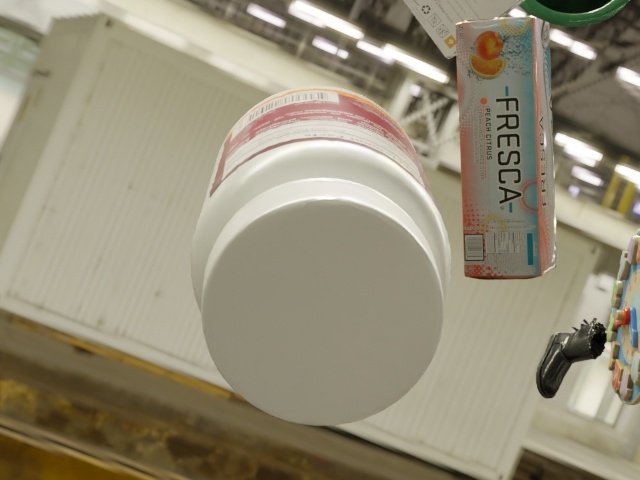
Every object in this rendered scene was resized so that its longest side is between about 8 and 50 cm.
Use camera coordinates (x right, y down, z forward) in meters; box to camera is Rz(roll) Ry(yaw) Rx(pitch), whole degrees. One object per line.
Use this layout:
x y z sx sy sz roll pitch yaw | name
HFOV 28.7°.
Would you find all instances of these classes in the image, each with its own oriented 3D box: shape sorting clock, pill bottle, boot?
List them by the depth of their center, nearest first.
0.000 0.000 1.137 0.224 0.224 0.392 23 16 -7 | pill bottle
0.362 0.087 1.443 0.040 0.206 0.206 2 -1 0 | shape sorting clock
0.382 0.177 1.887 0.045 0.121 0.099 37 -33 -22 | boot

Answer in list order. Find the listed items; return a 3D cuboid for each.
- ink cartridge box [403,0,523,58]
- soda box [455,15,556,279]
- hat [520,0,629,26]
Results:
0.166 -0.352 1.430 0.206 0.208 0.045 53 25 1 | ink cartridge box
0.134 -0.065 0.893 0.058 0.183 0.063 0 5 20 | soda box
0.360 -0.324 1.767 0.173 0.208 0.183 26 -25 22 | hat
